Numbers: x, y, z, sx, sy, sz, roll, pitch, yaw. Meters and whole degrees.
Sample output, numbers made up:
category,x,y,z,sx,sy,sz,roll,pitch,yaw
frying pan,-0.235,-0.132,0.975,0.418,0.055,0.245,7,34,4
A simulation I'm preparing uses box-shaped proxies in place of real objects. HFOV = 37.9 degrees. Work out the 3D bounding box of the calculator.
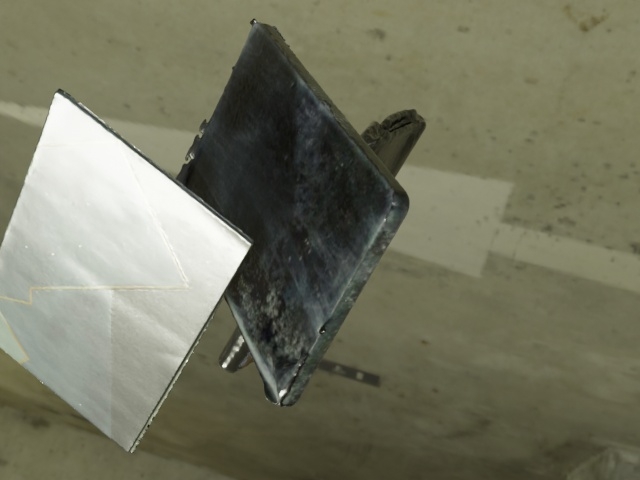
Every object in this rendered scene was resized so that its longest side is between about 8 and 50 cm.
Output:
category,x,y,z,sx,sy,sz,roll,pitch,yaw
calculator,-0.032,-0.030,0.616,0.021,0.161,0.262,13,-152,-32

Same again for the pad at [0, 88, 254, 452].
category,x,y,z,sx,sy,sz,roll,pitch,yaw
pad,-0.155,0.033,0.646,0.163,0.004,0.243,37,127,6

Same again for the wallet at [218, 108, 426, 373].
category,x,y,z,sx,sy,sz,roll,pitch,yaw
wallet,0.000,0.000,1.009,0.044,0.321,0.170,38,-153,15
